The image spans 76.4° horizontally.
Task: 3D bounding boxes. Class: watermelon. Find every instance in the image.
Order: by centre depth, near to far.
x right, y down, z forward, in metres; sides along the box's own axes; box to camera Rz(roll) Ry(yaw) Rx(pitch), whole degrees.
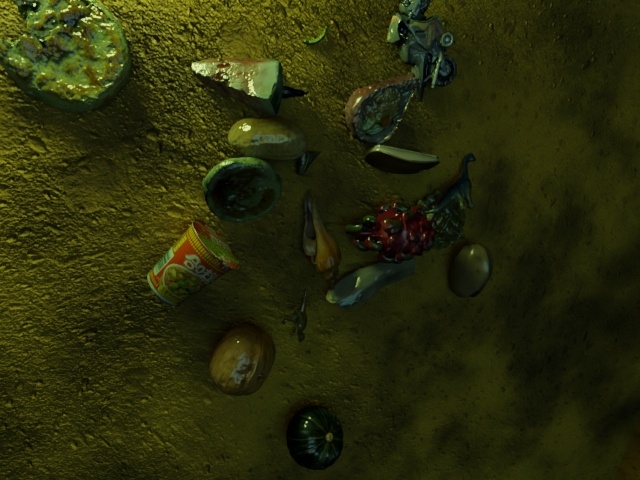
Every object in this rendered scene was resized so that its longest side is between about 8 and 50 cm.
[{"bbox_3d":[-0.222,-0.446,1.103,0.241,0.094,0.154,9,83,-3],"label":"watermelon"}]

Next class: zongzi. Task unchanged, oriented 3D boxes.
[{"bbox_3d":[-0.037,-0.240,1.263,0.083,0.040,0.076,-7,115,-33],"label":"zongzi"}]

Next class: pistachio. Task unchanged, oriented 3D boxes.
[{"bbox_3d":[0.553,0.113,1.488,0.137,0.153,0.238,0,132,-7],"label":"pistachio"}]

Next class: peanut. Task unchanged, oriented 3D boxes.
[{"bbox_3d":[-0.149,-0.293,1.163,0.224,0.129,0.129,1,105,-16],"label":"peanut"}]

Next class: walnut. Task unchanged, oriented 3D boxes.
[{"bbox_3d":[-0.246,0.377,1.288,0.195,0.195,0.222,30,93,-22],"label":"walnut"}]

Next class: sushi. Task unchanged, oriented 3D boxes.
[{"bbox_3d":[0.170,-0.415,1.225,0.161,0.107,0.241,18,116,-24],"label":"sushi"}]

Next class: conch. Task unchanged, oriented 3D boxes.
[{"bbox_3d":[0.003,0.000,1.315,0.093,0.109,0.330,-10,87,-54],"label":"conch"}]

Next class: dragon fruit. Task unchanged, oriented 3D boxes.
[{"bbox_3d":[0.239,-0.020,1.321,0.272,0.198,0.218,-24,133,-25],"label":"dragon fruit"}]

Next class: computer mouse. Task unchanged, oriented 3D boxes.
[{"bbox_3d":[0.263,-0.252,1.306,0.245,0.126,0.056,6,81,-20],"label":"computer mouse"}]

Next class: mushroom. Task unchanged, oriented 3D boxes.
[{"bbox_3d":[0.180,0.138,1.401,0.351,0.097,0.109,-26,112,-12],"label":"mushroom"}]

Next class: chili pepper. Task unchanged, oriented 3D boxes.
[{"bbox_3d":[-0.013,-0.588,1.178,0.083,0.017,0.030,-27,110,-8],"label":"chili pepper"}]

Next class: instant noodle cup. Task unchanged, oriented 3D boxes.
[{"bbox_3d":[-0.375,0.077,1.175,0.212,0.193,0.193,-40,113,5],"label":"instant noodle cup"}]

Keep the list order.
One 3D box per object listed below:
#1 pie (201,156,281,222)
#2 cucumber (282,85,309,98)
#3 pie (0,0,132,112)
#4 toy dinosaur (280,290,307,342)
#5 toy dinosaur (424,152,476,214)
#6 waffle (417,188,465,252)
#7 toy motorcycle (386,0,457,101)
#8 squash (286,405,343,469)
[{"bbox_3d":[-0.228,-0.144,1.189,0.240,0.054,0.241,-14,138,-13],"label":"pie"},{"bbox_3d":[-0.111,-0.433,1.183,0.163,0.043,0.039,4,141,-16],"label":"cucumber"},{"bbox_3d":[-0.624,-0.464,0.998,0.302,0.067,0.303,-4,104,-16],"label":"pie"},{"bbox_3d":[-0.059,0.266,1.397,0.162,0.039,0.126,-50,123,-5],"label":"toy dinosaur"},{"bbox_3d":[0.450,-0.188,1.387,0.247,0.075,0.188,-16,85,-14],"label":"toy dinosaur"},{"bbox_3d":[0.426,-0.071,1.439,0.204,0.054,0.224,-14,108,-13],"label":"waffle"},{"bbox_3d":[0.299,-0.592,1.232,0.173,0.108,0.307,-30,113,2],"label":"toy motorcycle"},{"bbox_3d":[-0.019,0.700,1.446,0.218,0.218,0.172,37,127,-23],"label":"squash"}]
